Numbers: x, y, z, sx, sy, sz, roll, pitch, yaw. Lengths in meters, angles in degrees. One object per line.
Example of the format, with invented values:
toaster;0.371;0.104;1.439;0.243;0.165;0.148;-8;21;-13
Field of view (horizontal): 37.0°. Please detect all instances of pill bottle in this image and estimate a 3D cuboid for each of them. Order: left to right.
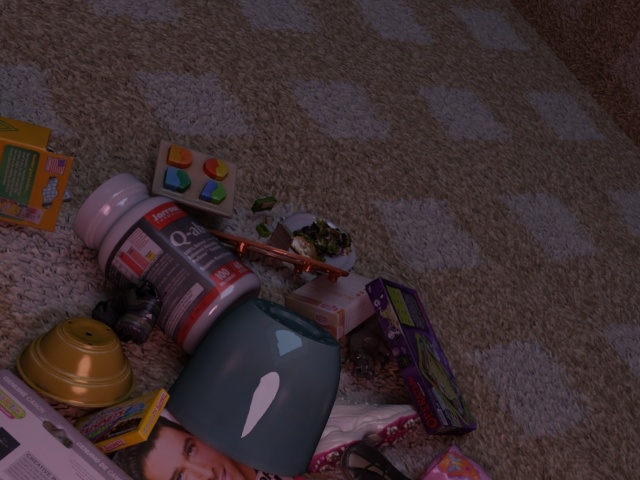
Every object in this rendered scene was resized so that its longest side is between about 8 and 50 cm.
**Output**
pill bottle;-0.314;0.042;1.928;0.363;0.210;0.210;41;39;12

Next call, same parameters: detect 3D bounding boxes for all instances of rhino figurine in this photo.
rhino figurine;0.115;0.233;2.114;0.106;0.073;0.243;40;36;1

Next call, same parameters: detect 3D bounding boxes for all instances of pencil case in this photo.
pencil case;0.326;0.538;1.898;0.284;0.124;0.124;41;39;11

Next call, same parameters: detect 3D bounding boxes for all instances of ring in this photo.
ring;-0.103;0.036;2.059;0.337;0.032;0.336;17;-4;1

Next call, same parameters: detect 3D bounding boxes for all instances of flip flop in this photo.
flip flop;0.131;0.501;1.821;0.277;0.080;0.112;45;46;-8

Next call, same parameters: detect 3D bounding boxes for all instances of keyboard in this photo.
keyboard;-0.650;-0.092;2.009;0.256;0.014;0.072;-14;57;-43

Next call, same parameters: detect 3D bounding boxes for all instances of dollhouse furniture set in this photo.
dollhouse furniture set;-0.100;-0.034;2.260;0.059;0.076;0.151;-14;56;-44

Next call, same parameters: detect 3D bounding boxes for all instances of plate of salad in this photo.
plate of salad;0.000;0.000;2.312;0.200;0.048;0.200;18;40;-16

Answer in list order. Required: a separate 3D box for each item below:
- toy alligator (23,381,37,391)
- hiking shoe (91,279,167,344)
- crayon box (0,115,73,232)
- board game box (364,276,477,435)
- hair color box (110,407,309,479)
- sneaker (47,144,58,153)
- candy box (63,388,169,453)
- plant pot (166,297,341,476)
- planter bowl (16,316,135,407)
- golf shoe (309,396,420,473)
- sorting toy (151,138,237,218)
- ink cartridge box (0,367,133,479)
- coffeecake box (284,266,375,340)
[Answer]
toy alligator;-0.559;0.260;1.666;0.190;0.056;0.051;2;4;-40
hiking shoe;-0.355;0.131;1.814;0.086;0.227;0.114;47;69;-26
crayon box;-0.665;-0.148;1.889;0.323;0.203;0.083;14;37;-17
board game box;0.217;0.253;2.062;0.208;0.056;0.346;17;46;-56
hair color box;-0.187;0.450;1.651;0.374;0.113;0.185;27;39;-4
sneaker;-0.699;-0.191;2.040;0.275;0.107;0.110;10;24;-32
candy box;-0.354;0.319;1.623;0.027;0.206;0.105;56;31;-20
plant pot;-0.097;0.248;1.734;0.293;0.235;0.293;28;6;-3
planter bowl;-0.428;0.201;1.725;0.217;0.090;0.217;19;20;-7
golf shoe;0.077;0.361;1.925;0.306;0.115;0.140;-8;49;-40
sorting toy;-0.286;-0.149;2.205;0.193;0.038;0.208;17;40;-18
ink cartridge box;-0.494;0.394;1.484;0.309;0.130;0.272;40;44;10
coffeecake box;0.031;0.137;2.122;0.142;0.068;0.185;17;29;32
